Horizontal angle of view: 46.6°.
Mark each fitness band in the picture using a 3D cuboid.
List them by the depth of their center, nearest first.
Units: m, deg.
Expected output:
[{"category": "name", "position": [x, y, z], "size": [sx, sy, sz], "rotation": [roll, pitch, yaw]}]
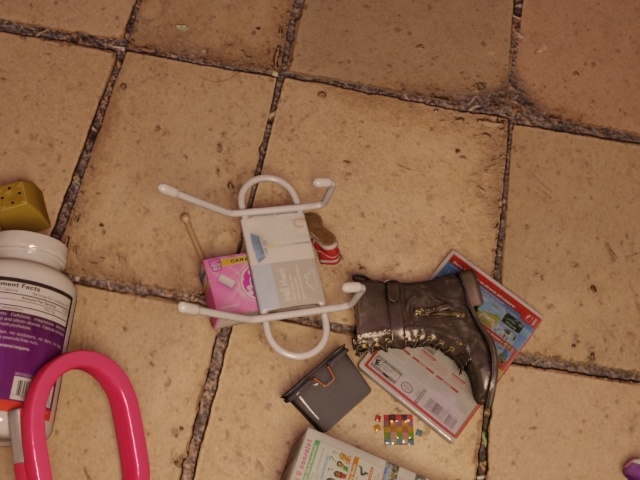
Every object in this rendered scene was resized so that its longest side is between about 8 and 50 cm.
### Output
[{"category": "fitness band", "position": [-0.352, 0.311, 1.113], "size": [0.054, 0.209, 0.291], "rotation": [-18, 80, 33]}]

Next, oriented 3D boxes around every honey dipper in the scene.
[{"category": "honey dipper", "position": [-0.218, 0.020, 1.338], "size": [0.030, 0.030, 0.161], "rotation": [-21, 71, -12]}]

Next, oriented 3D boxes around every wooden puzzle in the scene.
[{"category": "wooden puzzle", "position": [0.130, 0.317, 1.246], "size": [0.083, 0.006, 0.049], "rotation": [1, 67, -3]}]

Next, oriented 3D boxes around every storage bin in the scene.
[{"category": "storage bin", "position": [0.016, 0.248, 1.227], "size": [0.135, 0.098, 0.091], "rotation": [-39, 85, -18]}]

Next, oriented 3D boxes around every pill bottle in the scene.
[{"category": "pill bottle", "position": [-0.495, 0.155, 1.183], "size": [0.181, 0.181, 0.323], "rotation": [4, 66, -2]}]

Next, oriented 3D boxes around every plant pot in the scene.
[{"category": "plant pot", "position": [-0.541, -0.062, 1.327], "size": [0.081, 0.083, 0.082], "rotation": [-18, 70, -11]}]

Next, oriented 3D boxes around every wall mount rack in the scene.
[{"category": "wall mount rack", "position": [-0.100, 0.018, 1.207], "size": [0.304, 0.130, 0.350], "rotation": [-6, 64, -18]}]

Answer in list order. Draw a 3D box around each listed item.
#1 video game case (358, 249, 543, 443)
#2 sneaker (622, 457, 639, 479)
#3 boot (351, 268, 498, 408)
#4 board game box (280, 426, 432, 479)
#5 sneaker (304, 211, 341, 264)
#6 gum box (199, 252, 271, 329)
[{"category": "video game case", "position": [0.231, 0.179, 1.302], "size": [0.204, 0.025, 0.285], "rotation": [38, 70, 13]}, {"category": "sneaker", "position": [0.569, 0.452, 1.173], "size": [0.104, 0.095, 0.236], "rotation": [-43, 76, -11]}, {"category": "boot", "position": [0.167, 0.168, 1.253], "size": [0.228, 0.091, 0.263], "rotation": [-8, 63, -1]}, {"category": "board game box", "position": [0.072, 0.444, 1.087], "size": [0.303, 0.097, 0.224], "rotation": [25, 49, -4]}, {"category": "sneaker", "position": [0.000, 0.000, 1.362], "size": [0.042, 0.067, 0.118], "rotation": [-26, 41, -11]}, {"category": "gum box", "position": [-0.104, 0.078, 1.288], "size": [0.188, 0.062, 0.107], "rotation": [-10, 67, -21]}]
